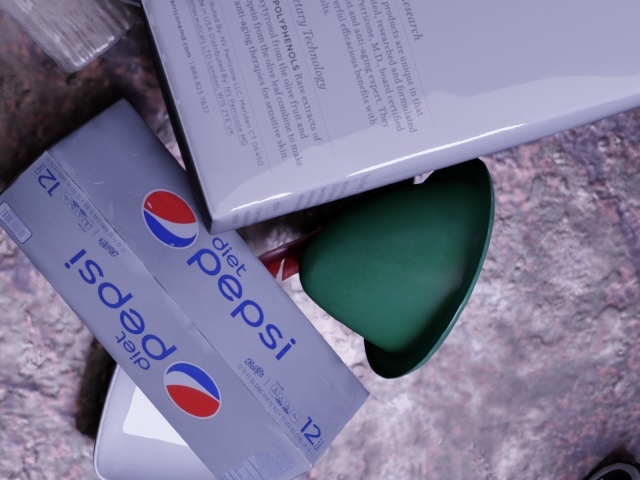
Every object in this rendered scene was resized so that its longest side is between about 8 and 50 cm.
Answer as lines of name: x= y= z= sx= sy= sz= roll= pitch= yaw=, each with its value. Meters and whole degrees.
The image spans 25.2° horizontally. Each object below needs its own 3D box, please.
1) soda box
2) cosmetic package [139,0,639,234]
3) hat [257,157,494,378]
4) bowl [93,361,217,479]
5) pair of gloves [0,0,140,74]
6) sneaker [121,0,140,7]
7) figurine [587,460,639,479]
soda box: x=-0.099 y=0.045 z=1.029 sx=0.286 sy=0.098 sz=0.091 roll=50 pitch=130 yaw=-5
cosmetic package: x=0.080 y=-0.126 z=0.941 sx=0.366 sy=0.197 sz=0.155 roll=-18 pitch=88 yaw=-7
hat: x=0.000 y=0.000 z=1.062 sx=0.184 sy=0.173 sz=0.208 roll=23 pitch=96 yaw=-19
bowl: x=-0.104 y=0.130 z=1.133 sx=0.142 sy=0.053 sz=0.142 roll=14 pitch=102 yaw=-18
pair of gloves: x=-0.174 y=-0.262 z=1.007 sx=0.204 sy=0.042 sz=0.240 roll=40 pitch=94 yaw=-22
sneaker: x=-0.146 y=-0.210 z=0.952 sx=0.272 sy=0.108 sz=0.100 roll=12 pitch=103 yaw=-19
figurine: x=0.331 y=0.313 z=1.224 sx=0.092 sy=0.215 sz=0.209 roll=-45 pitch=114 yaw=2
